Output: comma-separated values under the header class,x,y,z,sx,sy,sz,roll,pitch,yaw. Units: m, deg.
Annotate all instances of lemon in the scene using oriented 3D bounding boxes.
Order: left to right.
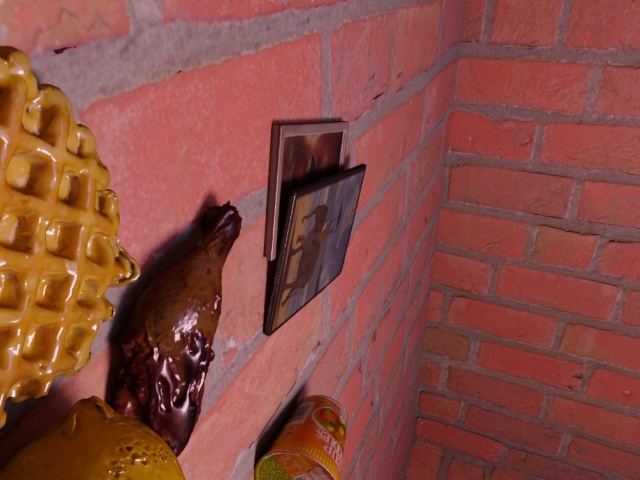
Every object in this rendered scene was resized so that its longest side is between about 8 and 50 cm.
class,x,y,z,sx,sy,sz,roll,pitch,yaw
lemon,-0.193,0.236,0.417,0.173,0.173,0.206,2,84,-69

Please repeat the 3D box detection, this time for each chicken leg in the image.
class,x,y,z,sx,sy,sz,roll,pitch,yaw
chicken leg,-0.156,0.113,0.591,0.177,0.083,0.322,-26,127,-75

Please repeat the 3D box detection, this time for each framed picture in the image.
class,x,y,z,sx,sy,sz,roll,pitch,yaw
framed picture,-0.018,-0.102,0.898,0.289,0.020,0.211,-30,130,-64
framed picture,0.000,0.000,0.959,0.347,0.016,0.265,-32,138,-63

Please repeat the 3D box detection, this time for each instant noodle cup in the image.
class,x,y,z,sx,sy,sz,roll,pitch,yaw
instant noodle cup,-0.021,0.410,1.002,0.185,0.168,0.168,-54,149,-62

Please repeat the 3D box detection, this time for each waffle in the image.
class,x,y,z,sx,sy,sz,roll,pitch,yaw
waffle,-0.235,0.015,0.350,0.291,0.051,0.291,10,90,-71
